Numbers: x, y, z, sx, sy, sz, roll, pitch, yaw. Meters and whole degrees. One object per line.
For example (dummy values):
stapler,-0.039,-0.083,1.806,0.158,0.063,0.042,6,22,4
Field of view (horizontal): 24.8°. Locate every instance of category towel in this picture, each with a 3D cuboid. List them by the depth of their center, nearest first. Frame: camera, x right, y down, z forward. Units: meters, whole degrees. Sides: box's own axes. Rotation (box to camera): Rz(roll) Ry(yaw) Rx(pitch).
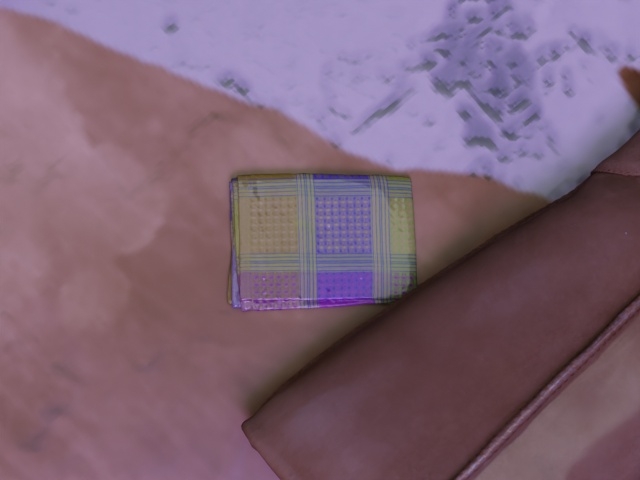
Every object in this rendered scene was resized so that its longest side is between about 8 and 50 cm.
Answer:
towel,0.000,0.000,0.637,0.083,0.009,0.060,-2,86,-5

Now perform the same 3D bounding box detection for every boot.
boot,0.142,0.075,0.588,0.269,0.089,0.236,-40,62,-7
